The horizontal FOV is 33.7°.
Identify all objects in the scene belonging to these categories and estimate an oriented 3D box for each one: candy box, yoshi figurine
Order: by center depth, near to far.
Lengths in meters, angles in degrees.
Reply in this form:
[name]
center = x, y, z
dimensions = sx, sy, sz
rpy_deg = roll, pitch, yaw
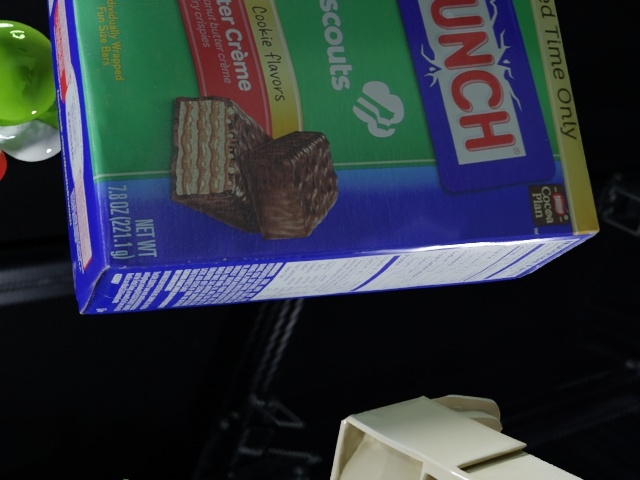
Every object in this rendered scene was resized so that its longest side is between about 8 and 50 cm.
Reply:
[candy box]
center = -0.003, -0.104, 0.681
dimensions = 0.317, 0.122, 0.268
rpy_deg = -4, -103, -21
[yoshi figurine]
center = -0.403, -0.126, 1.139
dimensions = 0.362, 0.203, 0.204
rpy_deg = -29, -74, 6

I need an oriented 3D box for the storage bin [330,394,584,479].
[storage bin]
center = 0.119, 0.222, 0.454
dimensions = 0.123, 0.262, 0.261
rpy_deg = -9, -76, -32
